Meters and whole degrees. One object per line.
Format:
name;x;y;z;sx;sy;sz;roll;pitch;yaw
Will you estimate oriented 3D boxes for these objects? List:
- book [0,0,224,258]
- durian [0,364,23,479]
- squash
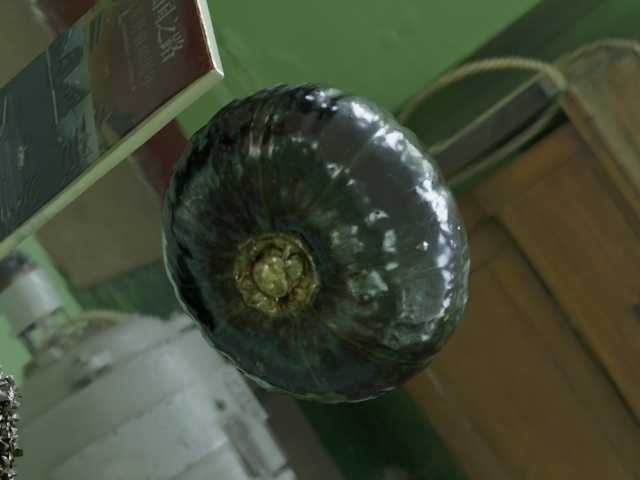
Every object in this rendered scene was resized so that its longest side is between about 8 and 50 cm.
book;-0.270;-0.167;1.684;0.028;0.374;0.262;35;28;-39
durian;-0.291;0.143;0.944;0.196;0.196;0.167;35;14;-30
squash;-0.001;0.002;0.864;0.156;0.193;0.193;-9;66;-48
